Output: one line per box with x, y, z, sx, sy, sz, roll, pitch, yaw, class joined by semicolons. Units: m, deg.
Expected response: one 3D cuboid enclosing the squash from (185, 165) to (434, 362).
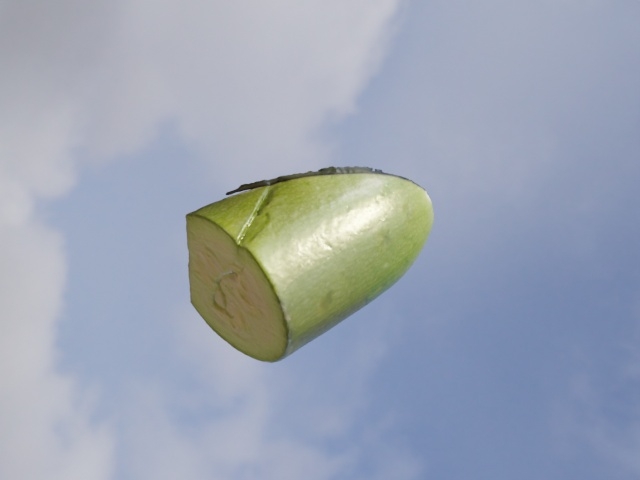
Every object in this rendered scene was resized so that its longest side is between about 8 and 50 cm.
0.000;0.000;1.737;0.210;0.309;0.233;34;-36;28;squash
